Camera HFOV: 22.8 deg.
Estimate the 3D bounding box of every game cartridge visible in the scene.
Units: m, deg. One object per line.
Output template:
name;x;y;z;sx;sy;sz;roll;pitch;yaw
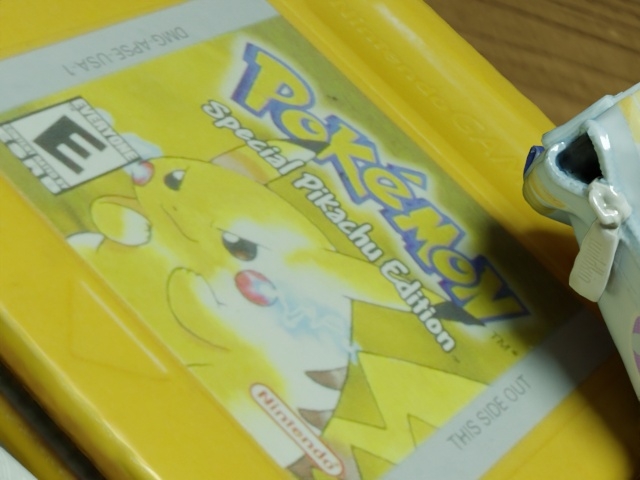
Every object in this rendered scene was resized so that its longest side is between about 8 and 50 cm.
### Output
game cartridge;0.000;0.000;0.579;0.285;0.053;0.323;45;38;12

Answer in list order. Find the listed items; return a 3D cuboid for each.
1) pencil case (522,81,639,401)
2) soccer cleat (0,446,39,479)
pencil case;0.169;0.066;0.522;0.124;0.113;0.273;-2;64;-62
soccer cleat;-0.102;0.130;0.283;0.143;0.116;0.331;36;24;-20
